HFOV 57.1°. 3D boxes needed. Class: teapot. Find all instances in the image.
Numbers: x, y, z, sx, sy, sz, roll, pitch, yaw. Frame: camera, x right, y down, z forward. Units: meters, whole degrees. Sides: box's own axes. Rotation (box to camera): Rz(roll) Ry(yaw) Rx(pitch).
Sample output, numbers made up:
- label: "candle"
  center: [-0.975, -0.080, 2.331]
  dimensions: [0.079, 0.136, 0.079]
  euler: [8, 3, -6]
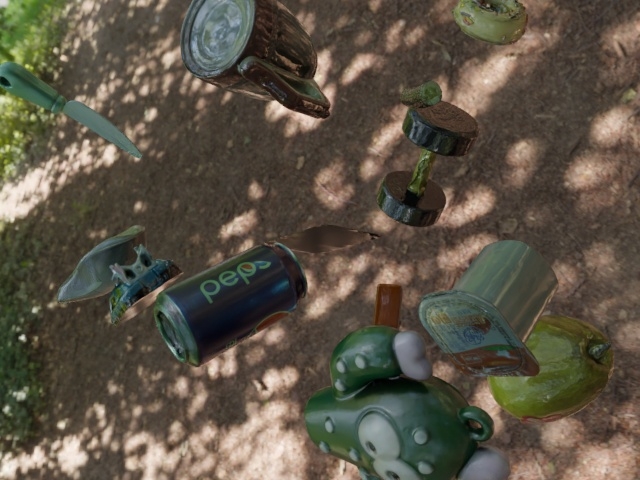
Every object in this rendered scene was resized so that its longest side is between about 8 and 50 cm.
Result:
- label: "teapot"
  center: [-0.112, -0.407, 1.345]
  dimensions: [0.233, 0.312, 0.315]
  euler: [-44, 60, 25]

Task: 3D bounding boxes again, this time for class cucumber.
- label: "cucumber"
  center: [0.226, -0.338, 1.383]
  dimensions: [0.215, 0.052, 0.058]
  euler: [-129, 22, -77]

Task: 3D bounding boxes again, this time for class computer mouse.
- label: "computer mouse"
  center: [-0.508, 0.087, 1.361]
  dimensions: [0.379, 0.167, 0.090]
  euler: [-35, 93, 38]

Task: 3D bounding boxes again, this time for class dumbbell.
- label: "dumbbell"
  center: [0.297, -0.216, 1.670]
  dimensions: [0.204, 0.203, 0.322]
  euler: [-118, 34, -42]

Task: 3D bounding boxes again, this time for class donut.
- label: "donut"
  center: [0.387, -0.510, 1.328]
  dimensions: [0.068, 0.174, 0.175]
  euler: [102, 158, -52]

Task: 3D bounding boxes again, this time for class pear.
- label: "pear"
  center: [0.596, 0.318, 1.515]
  dimensions: [0.375, 0.287, 0.287]
  euler: [136, 136, -55]

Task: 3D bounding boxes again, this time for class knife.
- label: "knife"
  center: [-0.412, -0.218, 0.989]
  dimensions: [0.063, 0.260, 0.035]
  euler: [-39, 29, 48]

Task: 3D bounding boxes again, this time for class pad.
- label: "pad"
  center: [0.000, 0.000, 1.396]
  dimensions: [0.267, 0.181, 0.004]
  euler: [-17, 67, 52]

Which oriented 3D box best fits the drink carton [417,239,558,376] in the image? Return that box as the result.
- label: "drink carton"
  center: [0.305, 0.106, 1.019]
  dimensions: [0.189, 0.191, 0.185]
  euler: [-44, 10, -26]

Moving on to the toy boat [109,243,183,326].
- label: "toy boat"
  center: [-0.364, 0.087, 1.154]
  dimensions: [0.134, 0.092, 0.299]
  euler: [-40, 3, -29]

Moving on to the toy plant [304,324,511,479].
- label: "toy plant"
  center: [0.090, 0.211, 0.664]
  dimensions: [0.232, 0.112, 0.243]
  euler: [45, 135, 7]

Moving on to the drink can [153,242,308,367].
- label: "drink can"
  center: [-0.124, 0.085, 0.833]
  dimensions: [0.118, 0.205, 0.118]
  euler: [38, 143, 35]

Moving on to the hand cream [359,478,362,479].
- label: "hand cream"
  center: [0.152, 0.536, 1.124]
  dimensions: [0.125, 0.193, 0.193]
  euler: [-31, 53, 51]

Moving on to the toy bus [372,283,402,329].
- label: "toy bus"
  center: [0.203, 0.327, 1.866]
  dimensions: [0.093, 0.092, 0.409]
  euler: [3, 65, 11]
